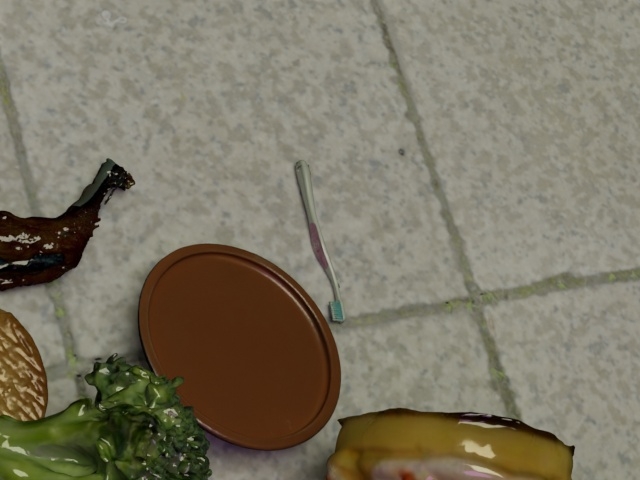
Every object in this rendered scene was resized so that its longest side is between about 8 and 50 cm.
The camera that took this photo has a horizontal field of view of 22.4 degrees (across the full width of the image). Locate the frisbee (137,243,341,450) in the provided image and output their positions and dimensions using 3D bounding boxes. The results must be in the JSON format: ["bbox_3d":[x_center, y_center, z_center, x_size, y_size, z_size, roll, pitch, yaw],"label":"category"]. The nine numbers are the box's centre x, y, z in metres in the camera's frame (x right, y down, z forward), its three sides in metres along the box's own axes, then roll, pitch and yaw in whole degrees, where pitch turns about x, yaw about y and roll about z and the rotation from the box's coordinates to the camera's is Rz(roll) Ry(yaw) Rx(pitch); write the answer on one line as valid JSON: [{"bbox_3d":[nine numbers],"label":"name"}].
[{"bbox_3d":[-0.086,0.113,1.734,0.250,0.021,0.251,22,47,-25],"label":"frisbee"}]

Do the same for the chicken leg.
[{"bbox_3d":[-0.296,-0.010,1.719,0.253,0.051,0.106,-26,73,-35],"label":"chicken leg"}]

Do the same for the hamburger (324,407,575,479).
[{"bbox_3d":[0.124,0.302,1.634,0.276,0.276,0.237,13,73,-18],"label":"hamburger"}]

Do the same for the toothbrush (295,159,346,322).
[{"bbox_3d":[0.000,0.000,1.863,0.022,0.017,0.204,6,62,-43],"label":"toothbrush"}]

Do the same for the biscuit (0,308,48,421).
[{"bbox_3d":[-0.354,0.131,1.631,0.144,0.033,0.224,-27,79,-34],"label":"biscuit"}]

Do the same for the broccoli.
[{"bbox_3d":[-0.229,0.247,1.529,0.245,0.288,0.248,13,102,6],"label":"broccoli"}]
